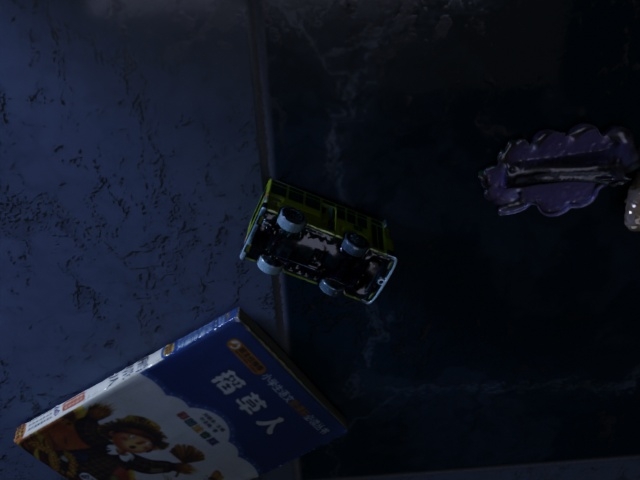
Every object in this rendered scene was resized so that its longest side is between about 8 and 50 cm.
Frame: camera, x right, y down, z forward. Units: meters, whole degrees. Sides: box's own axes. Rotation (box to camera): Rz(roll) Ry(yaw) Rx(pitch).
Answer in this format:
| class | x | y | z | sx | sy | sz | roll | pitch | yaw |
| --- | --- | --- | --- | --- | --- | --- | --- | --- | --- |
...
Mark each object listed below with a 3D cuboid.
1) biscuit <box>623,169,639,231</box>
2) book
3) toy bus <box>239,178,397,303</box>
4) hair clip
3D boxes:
| class | x | y | z | sx | sy | sz | roll | pitch | yaw |
| --- | --- | --- | --- | --- | --- | --- | --- | --- | --- |
| biscuit | 0.424 | -0.111 | 0.810 | 0.061 | 0.055 | 0.219 | -23 | 138 | -41 |
| book | -0.211 | 0.294 | 1.055 | 0.428 | 0.039 | 0.300 | -30 | 121 | 16 |
| toy bus | 0.000 | 0.000 | 0.830 | 0.175 | 0.101 | 0.088 | 21 | 121 | -12 |
| hair clip | 0.293 | -0.078 | 0.831 | 0.196 | 0.052 | 0.124 | -8 | 119 | 7 |
